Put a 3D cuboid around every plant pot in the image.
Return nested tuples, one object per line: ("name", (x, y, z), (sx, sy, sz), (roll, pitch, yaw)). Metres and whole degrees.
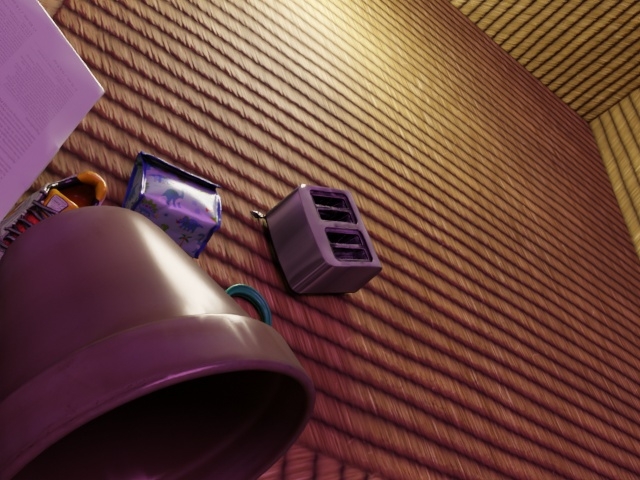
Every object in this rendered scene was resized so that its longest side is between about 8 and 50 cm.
("plant pot", (-0.208, 0.122, 0.660), (0.323, 0.323, 0.280), (5, 40, -43))

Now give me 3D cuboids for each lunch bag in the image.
("lunch bag", (-0.221, -0.065, 0.947), (0.128, 0.096, 0.151), (25, 30, -26))

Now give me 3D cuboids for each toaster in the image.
("toaster", (0.000, 0.000, 1.096), (0.185, 0.110, 0.168), (4, 56, -43))

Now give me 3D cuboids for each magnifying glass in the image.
("magnifying glass", (-0.120, 0.162, 0.914), (0.092, 0.026, 0.231), (30, 40, -25))

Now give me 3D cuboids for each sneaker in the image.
("sneaker", (-0.351, -0.022, 0.773), (0.088, 0.092, 0.225), (44, 38, -9))

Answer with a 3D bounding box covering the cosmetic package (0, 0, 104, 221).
("cosmetic package", (-0.421, -0.201, 0.618), (0.377, 0.097, 0.284), (61, 38, -41))
